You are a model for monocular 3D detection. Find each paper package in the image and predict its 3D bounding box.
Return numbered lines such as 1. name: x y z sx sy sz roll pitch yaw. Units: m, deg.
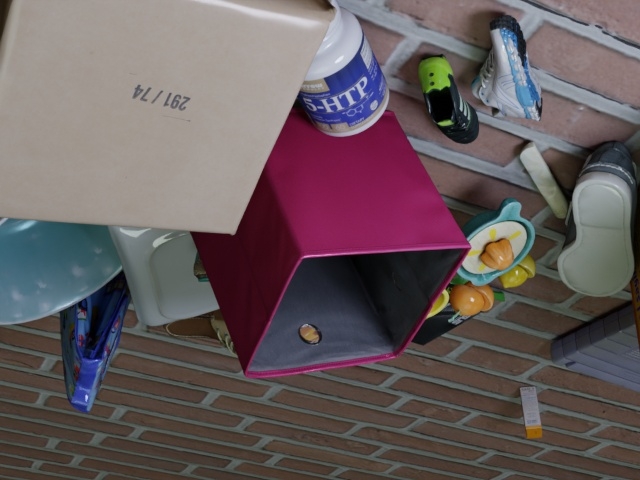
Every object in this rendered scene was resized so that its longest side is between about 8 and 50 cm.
1. paper package: -0.201 -0.173 1.045 0.324 0.168 0.309 4 127 -32

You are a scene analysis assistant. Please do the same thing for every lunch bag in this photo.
1. lunch bag: -0.388 0.137 1.669 0.138 0.293 0.221 12 148 -14

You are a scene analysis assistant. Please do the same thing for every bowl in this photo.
1. bowl: -0.415 -0.038 1.443 0.311 0.163 0.311 -33 156 -17

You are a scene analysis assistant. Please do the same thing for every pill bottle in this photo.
1. pill bottle: 0.007 -0.225 1.224 0.112 0.112 0.187 -9 147 19

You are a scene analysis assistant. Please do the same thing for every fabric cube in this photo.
1. fabric cube: 0.000 0.000 1.345 0.254 0.258 0.259 -4 141 -29

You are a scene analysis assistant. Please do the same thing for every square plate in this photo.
1. square plate: -0.141 0.019 1.577 0.347 0.049 0.344 -17 150 -11

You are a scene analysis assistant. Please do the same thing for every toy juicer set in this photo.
1. toy juicer set: 0.291 0.016 1.538 0.209 0.089 0.329 19 122 -39

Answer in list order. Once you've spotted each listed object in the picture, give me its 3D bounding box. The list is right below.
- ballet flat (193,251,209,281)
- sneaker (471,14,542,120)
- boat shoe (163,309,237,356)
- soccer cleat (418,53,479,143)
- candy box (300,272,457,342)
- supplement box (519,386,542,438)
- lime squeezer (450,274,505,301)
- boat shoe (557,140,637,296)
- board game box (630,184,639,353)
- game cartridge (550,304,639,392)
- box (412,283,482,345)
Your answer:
1. ballet flat: -0.096 0.026 1.498 0.206 0.067 0.073 1 172 -36
2. sneaker: 0.230 -0.212 1.273 0.083 0.071 0.191 -4 148 21
3. boat shoe: -0.142 0.153 1.843 0.324 0.120 0.122 -8 147 16
4. soccer cleat: 0.171 -0.173 1.332 0.060 0.072 0.179 -11 146 21
5. candy box: 0.056 0.070 1.637 0.316 0.088 0.183 -37 139 23
6. supplement box: 0.466 0.381 2.193 0.036 0.098 0.062 -8 146 10
7. lime squeezer: 0.193 0.101 1.736 0.310 0.059 0.110 -19 129 -26
8. boat shoe: 0.433 -0.024 1.518 0.116 0.099 0.319 12 148 19
9. board game box: 0.655 0.036 1.366 0.356 0.357 0.356 2 149 2
10. game cartridge: 0.668 0.229 1.972 0.355 0.068 0.230 20 141 -26
11. box: 0.175 0.126 1.850 0.184 0.045 0.190 22 144 -24
